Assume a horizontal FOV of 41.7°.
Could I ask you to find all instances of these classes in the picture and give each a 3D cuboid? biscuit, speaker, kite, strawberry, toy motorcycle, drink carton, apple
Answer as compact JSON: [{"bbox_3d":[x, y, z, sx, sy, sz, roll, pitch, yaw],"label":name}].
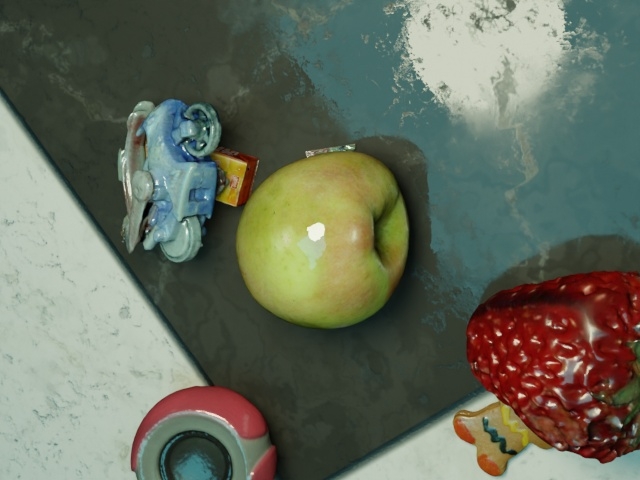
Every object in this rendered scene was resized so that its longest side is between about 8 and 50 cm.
[{"bbox_3d":[0.376,0.337,1.593,0.250,0.036,0.165,-38,89,22],"label":"biscuit"},{"bbox_3d":[-0.236,0.430,1.698,0.294,0.294,0.294,4,104,18],"label":"speaker"},{"bbox_3d":[0.033,-0.129,1.618,0.157,0.011,0.139,33,114,11],"label":"kite"},{"bbox_3d":[0.420,0.196,1.449,0.345,0.295,0.317,13,129,49],"label":"strawberry"},{"bbox_3d":[-0.297,-0.123,1.561,0.241,0.182,0.319,19,110,13],"label":"toy motorcycle"},{"bbox_3d":[-0.243,-0.148,1.675,0.223,0.071,0.096,19,107,13],"label":"drink carton"},{"bbox_3d":[0.000,0.000,1.502,0.277,0.319,0.319,1,103,32],"label":"apple"}]
